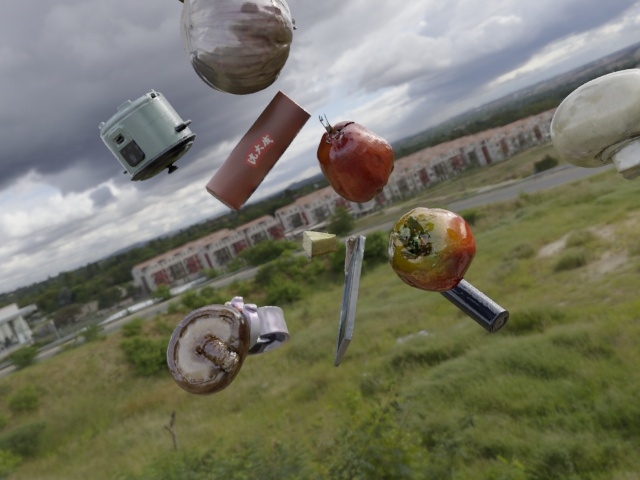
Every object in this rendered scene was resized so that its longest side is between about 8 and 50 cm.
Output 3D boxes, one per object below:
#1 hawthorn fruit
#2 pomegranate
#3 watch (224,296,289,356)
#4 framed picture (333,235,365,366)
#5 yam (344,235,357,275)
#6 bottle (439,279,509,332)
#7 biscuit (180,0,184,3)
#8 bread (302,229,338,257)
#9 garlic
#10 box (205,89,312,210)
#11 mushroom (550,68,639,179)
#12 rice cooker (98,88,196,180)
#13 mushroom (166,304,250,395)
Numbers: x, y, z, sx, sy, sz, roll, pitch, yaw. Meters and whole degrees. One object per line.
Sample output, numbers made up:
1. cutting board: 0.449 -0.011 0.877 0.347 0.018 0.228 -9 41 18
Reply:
1. hawthorn fruit: 0.081 -0.248 1.621 0.211 0.299 0.211 -33 33 25
2. pomegranate: 0.258 0.017 1.341 0.210 0.210 0.235 -20 -24 27
3. watch: -0.248 0.314 2.023 0.244 0.196 0.231 -35 -30 28
4. framed picture: 0.068 0.142 1.306 0.023 0.260 0.189 10 -30 -2
5. yam: 0.112 0.101 2.079 0.056 0.241 0.057 1 5 0
6. bottle: 0.381 0.149 1.500 0.082 0.072 0.244 -15 39 -31
7. biscuit: -0.350 -0.769 1.497 0.057 0.288 0.343 -2 12 29
8. bread: 0.000 0.000 1.989 0.109 0.084 0.080 -14 40 -17
9. garlic: -0.184 -0.478 1.304 0.259 0.318 0.317 -16 3 -20
10. box: -0.203 -0.259 1.746 0.345 0.122 0.385 -53 10 -4
11. mushroom: 0.596 -0.224 1.128 0.246 0.202 0.246 -17 -19 -6
12. rice cooker: -0.508 -0.299 1.688 0.280 0.227 0.241 -30 13 24
13. mushroom: -0.347 0.348 1.809 0.278 0.163 0.297 24 76 31
